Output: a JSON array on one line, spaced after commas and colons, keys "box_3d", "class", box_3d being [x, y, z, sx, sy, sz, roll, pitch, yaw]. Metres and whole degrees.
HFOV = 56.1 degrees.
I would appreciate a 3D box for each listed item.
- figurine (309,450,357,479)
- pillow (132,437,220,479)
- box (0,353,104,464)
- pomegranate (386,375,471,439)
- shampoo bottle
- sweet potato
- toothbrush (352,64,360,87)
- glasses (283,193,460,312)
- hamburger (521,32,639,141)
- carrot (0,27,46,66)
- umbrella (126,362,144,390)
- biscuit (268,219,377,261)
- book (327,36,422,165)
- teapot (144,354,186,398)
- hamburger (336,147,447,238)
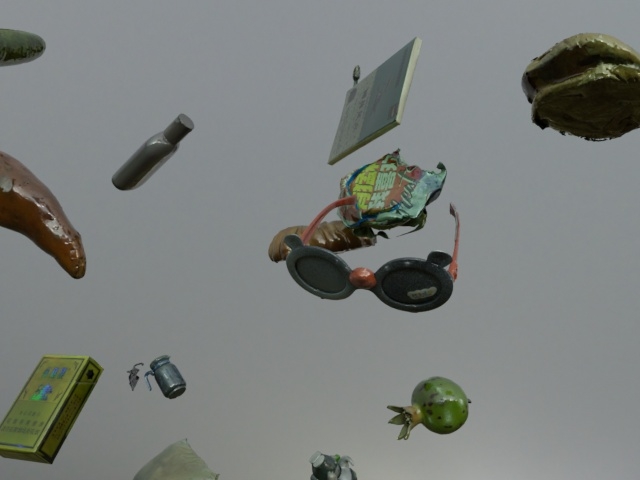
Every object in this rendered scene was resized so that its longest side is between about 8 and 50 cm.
[{"box_3d": [0.048, 0.690, 1.743, 0.192, 0.126, 0.147, 53, -24, -18], "class": "figurine"}, {"box_3d": [-0.397, 0.644, 1.633, 0.185, 0.075, 0.302, -31, 17, -25], "class": "pillow"}, {"box_3d": [-0.570, 0.345, 1.256, 0.140, 0.220, 0.064, -5, -43, 25], "class": "box"}, {"box_3d": [0.283, 0.445, 1.549, 0.220, 0.156, 0.156, -36, -30, -10], "class": "pomegranate"}, {"box_3d": [-0.269, -0.142, 0.978, 0.165, 0.040, 0.080, -36, 0, 24], "class": "shampoo bottle"}, {"box_3d": [-0.528, -0.073, 1.035, 0.112, 0.359, 0.112, -47, -18, -20], "class": "sweet potato"}, {"box_3d": [0.103, -0.419, 1.925, 0.026, 0.294, 0.028, 6, 0, 5], "class": "toothbrush"}, {"box_3d": [0.091, -0.020, 0.883, 0.234, 0.268, 0.118, 5, -51, 17], "class": "glasses"}, {"box_3d": [0.588, -0.330, 1.303, 0.284, 0.134, 0.265, 18, -26, -30], "class": "hamburger"}, {"box_3d": [-0.504, -0.264, 0.830, 0.074, 0.358, 0.074, 6, -67, 15], "class": "carrot"}, {"box_3d": [-0.278, 0.203, 0.892, 0.022, 0.013, 0.122, -15, 9, -9], "class": "umbrella"}, {"box_3d": [0.000, 0.000, 1.760, 0.325, 0.107, 0.326, -9, 1, 0], "class": "biscuit"}, {"box_3d": [0.143, -0.375, 1.677, 0.031, 0.264, 0.379, 22, -20, -21], "class": "book"}, {"box_3d": [-0.309, 0.279, 1.205, 0.063, 0.083, 0.049, -50, -27, 21], "class": "teapot"}, {"box_3d": [0.185, -0.096, 1.534, 0.260, 0.276, 0.150, -42, -49, -13], "class": "hamburger"}]
